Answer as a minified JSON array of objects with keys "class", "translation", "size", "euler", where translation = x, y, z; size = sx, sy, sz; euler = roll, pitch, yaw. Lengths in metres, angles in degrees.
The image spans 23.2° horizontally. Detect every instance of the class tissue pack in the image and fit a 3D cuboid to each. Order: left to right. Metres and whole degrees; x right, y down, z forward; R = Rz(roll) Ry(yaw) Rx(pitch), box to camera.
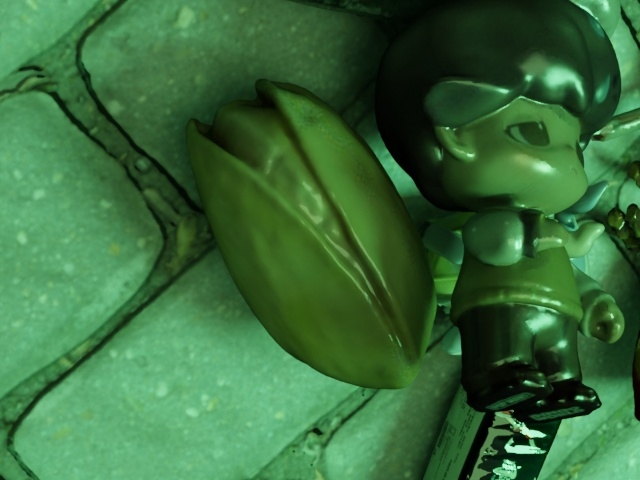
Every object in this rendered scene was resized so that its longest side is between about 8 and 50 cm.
[{"class":"tissue pack","translation":[0.167,0.189,1.484],"size":[0.090,0.103,0.170],"euler":[19,97,-17]}]

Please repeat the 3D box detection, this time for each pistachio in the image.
[{"class":"pistachio","translation":[0.000,0.000,1.325],"size":[0.162,0.181,0.293],"euler":[-29,103,-7]}]

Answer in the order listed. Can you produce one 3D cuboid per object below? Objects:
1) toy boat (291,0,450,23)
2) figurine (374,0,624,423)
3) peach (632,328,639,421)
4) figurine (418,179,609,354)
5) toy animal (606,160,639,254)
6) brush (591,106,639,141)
[{"class":"toy boat","translation":[0.054,-0.259,1.330],"size":[0.319,0.092,0.141],"euler":[8,101,-29]},{"class":"figurine","translation":[0.163,-0.050,1.263],"size":[0.218,0.365,0.206],"euler":[8,142,-30]},{"class":"peach","translation":[0.410,0.085,1.517],"size":[0.267,0.159,0.154],"euler":[-44,146,6]},{"class":"figurine","translation":[0.177,0.019,1.434],"size":[0.184,0.128,0.208],"euler":[37,82,-22]},{"class":"toy animal","translation":[0.394,-0.053,1.519],"size":[0.275,0.054,0.149],"euler":[-8,126,-28]},{"class":"brush","translation":[0.316,-0.123,1.471],"size":[0.301,0.084,0.071],"euler":[-17,89,-7]}]
